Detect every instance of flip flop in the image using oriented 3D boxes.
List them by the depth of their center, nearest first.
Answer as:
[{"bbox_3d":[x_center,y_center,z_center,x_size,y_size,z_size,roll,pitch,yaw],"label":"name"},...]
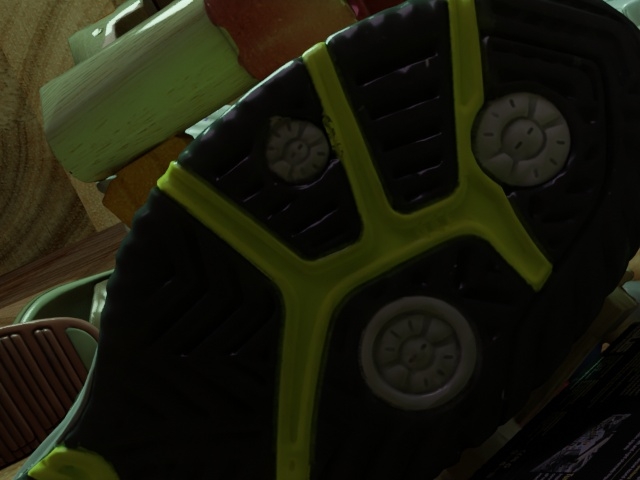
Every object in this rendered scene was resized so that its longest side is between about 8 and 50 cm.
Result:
[{"bbox_3d":[-0.216,0.089,1.170,0.080,0.112,0.277,6,24,44],"label":"flip flop"}]

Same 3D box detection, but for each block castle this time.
[{"bbox_3d":[0.043,-0.060,0.695,0.213,0.303,0.453,-30,8,14],"label":"block castle"}]

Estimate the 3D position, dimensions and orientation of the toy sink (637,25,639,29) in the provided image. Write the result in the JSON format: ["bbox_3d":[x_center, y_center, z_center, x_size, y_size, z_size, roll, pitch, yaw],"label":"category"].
[{"bbox_3d":[0.341,-0.115,0.718,0.234,0.131,0.153,-22,10,-5],"label":"toy sink"}]

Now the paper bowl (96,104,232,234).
[{"bbox_3d":[-0.118,-0.056,1.281,0.284,0.148,0.284,8,-8,1],"label":"paper bowl"}]

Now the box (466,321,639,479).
[{"bbox_3d":[0.122,0.093,0.334,0.180,0.077,0.147,-33,11,-37],"label":"box"}]

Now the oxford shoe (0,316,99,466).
[{"bbox_3d":[-0.356,0.164,1.042,0.348,0.123,0.130,-25,5,-1],"label":"oxford shoe"}]

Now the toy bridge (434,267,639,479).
[{"bbox_3d":[0.066,0.081,0.460,0.188,0.026,0.063,-51,-20,19],"label":"toy bridge"}]

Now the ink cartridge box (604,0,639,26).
[{"bbox_3d":[0.403,-0.240,1.201,0.223,0.129,0.307,-26,10,3],"label":"ink cartridge box"}]

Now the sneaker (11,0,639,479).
[{"bbox_3d":[-0.026,0.056,0.431,0.384,0.145,0.147,-47,0,8],"label":"sneaker"}]
